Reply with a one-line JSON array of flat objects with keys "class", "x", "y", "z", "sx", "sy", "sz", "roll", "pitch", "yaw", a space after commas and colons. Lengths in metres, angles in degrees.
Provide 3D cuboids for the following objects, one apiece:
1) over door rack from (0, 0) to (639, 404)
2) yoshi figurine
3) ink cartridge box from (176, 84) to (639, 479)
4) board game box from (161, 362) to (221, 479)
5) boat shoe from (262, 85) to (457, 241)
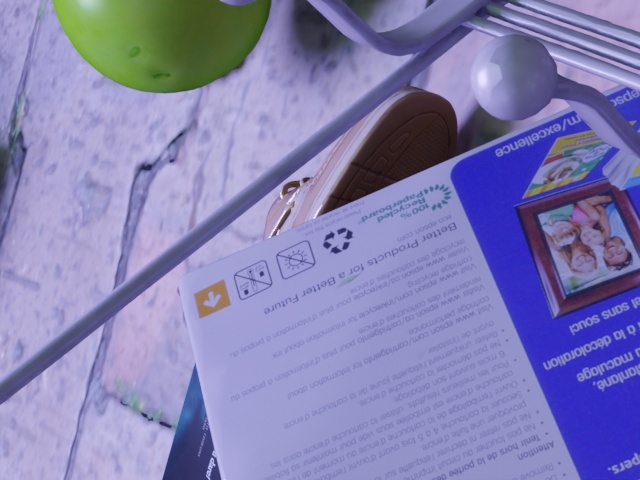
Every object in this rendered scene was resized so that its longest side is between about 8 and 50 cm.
[{"class": "over door rack", "x": 0.035, "y": 0.017, "z": 0.384, "sx": 0.239, "sy": 0.108, "sz": 0.324, "roll": 29, "pitch": 70, "yaw": 40}, {"class": "yoshi figurine", "x": -0.110, "y": -0.187, "z": 0.796, "sx": 0.362, "sy": 0.203, "sz": 0.203, "roll": 36, "pitch": 123, "yaw": 53}, {"class": "ink cartridge box", "x": 0.070, "y": 0.055, "z": 0.440, "sx": 0.206, "sy": 0.045, "sz": 0.208, "roll": -23, "pitch": 46, "yaw": 6}, {"class": "board game box", "x": -0.032, "y": 0.146, "z": 0.620, "sx": 0.126, "sy": 0.026, "sz": 0.186, "roll": 42, "pitch": 123, "yaw": 44}, {"class": "boat shoe", "x": 0.000, "y": 0.000, "z": 0.647, "sx": 0.059, "sy": 0.063, "sz": 0.170, "roll": 50, "pitch": 119, "yaw": 46}]
